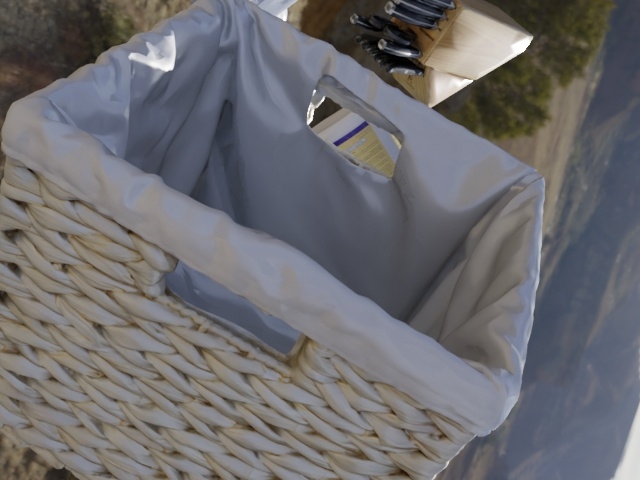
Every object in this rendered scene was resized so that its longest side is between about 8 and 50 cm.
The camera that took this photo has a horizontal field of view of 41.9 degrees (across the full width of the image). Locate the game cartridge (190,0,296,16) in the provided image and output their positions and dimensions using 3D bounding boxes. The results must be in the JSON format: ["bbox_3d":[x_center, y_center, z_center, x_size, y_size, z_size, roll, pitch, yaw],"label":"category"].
[{"bbox_3d":[-0.074,-0.454,1.345,0.294,0.060,0.196,-38,154,6],"label":"game cartridge"}]

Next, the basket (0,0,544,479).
[{"bbox_3d":[-0.038,0.025,0.642,0.266,0.328,0.331,-60,179,33],"label":"basket"}]

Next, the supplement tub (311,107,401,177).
[{"bbox_3d":[0.117,-0.180,2.212,0.331,0.241,0.241,57,40,-13],"label":"supplement tub"}]

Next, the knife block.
[{"bbox_3d":[0.175,-0.313,1.156,0.276,0.088,0.242,-32,151,-14],"label":"knife block"}]

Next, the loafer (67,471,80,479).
[{"bbox_3d":[-0.402,0.416,1.600,0.092,0.102,0.268,16,120,-37],"label":"loafer"}]

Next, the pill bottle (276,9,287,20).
[{"bbox_3d":[-0.175,-0.513,1.772,0.176,0.318,0.176,-19,154,-10],"label":"pill bottle"}]
